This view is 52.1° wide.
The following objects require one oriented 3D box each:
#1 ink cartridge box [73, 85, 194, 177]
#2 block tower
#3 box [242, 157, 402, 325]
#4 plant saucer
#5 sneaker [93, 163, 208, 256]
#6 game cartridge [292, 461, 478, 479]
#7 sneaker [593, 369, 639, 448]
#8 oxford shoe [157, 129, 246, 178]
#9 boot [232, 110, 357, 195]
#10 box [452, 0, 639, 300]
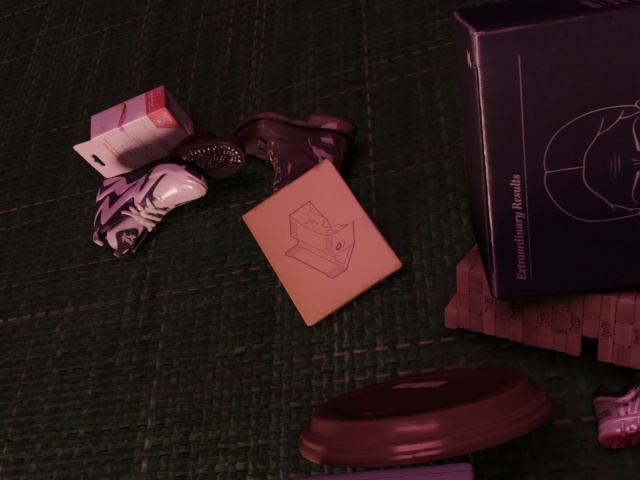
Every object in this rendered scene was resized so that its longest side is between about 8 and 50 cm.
[{"bbox_3d":[-0.356,-0.203,1.252,0.198,0.115,0.067,-20,55,10],"label":"ink cartridge box"},{"bbox_3d":[0.319,0.079,0.775,0.336,0.097,0.091,8,27,31],"label":"block tower"},{"bbox_3d":[0.000,0.000,0.979,0.165,0.021,0.201,-34,75,6],"label":"box"},{"bbox_3d":[0.110,0.186,0.722,0.278,0.278,0.041,-13,86,16],"label":"plant saucer"},{"bbox_3d":[-0.308,-0.042,1.147,0.235,0.094,0.152,-3,60,22],"label":"sneaker"},{"bbox_3d":[0.079,0.341,0.636,0.198,0.297,0.062,-9,24,20],"label":"game cartridge"},{"bbox_3d":[0.385,0.174,0.732,0.171,0.063,0.074,-18,51,9],"label":"sneaker"},{"bbox_3d":[-0.201,-0.160,1.151,0.227,0.083,0.096,-1,51,46],"label":"oxford shoe"},{"bbox_3d":[-0.063,-0.094,1.082,0.263,0.091,0.228,2,69,32],"label":"boot"},{"bbox_3d":[0.363,-0.126,0.718,0.396,0.293,0.212,-7,24,8],"label":"box"}]
